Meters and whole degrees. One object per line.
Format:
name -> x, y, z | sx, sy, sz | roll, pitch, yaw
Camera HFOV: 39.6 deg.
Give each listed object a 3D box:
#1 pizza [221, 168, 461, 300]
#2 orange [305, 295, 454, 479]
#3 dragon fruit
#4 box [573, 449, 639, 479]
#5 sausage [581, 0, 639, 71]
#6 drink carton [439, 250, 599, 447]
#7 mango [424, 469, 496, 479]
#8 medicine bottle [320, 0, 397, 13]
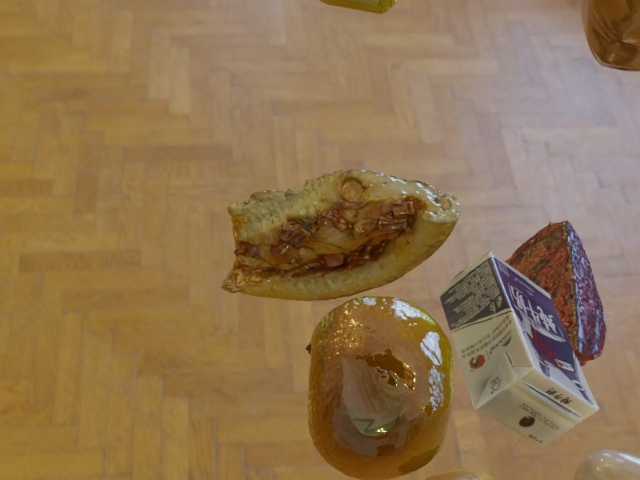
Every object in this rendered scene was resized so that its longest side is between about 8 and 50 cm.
pizza -> 0.000, 0.000, 1.054 | 0.366, 0.182, 0.073 | -12, 49, 33
orange -> 0.110, 0.266, 1.575 | 0.263, 0.196, 0.334 | 7, 87, -10
dragon fruit -> 0.444, 0.144, 1.751 | 0.205, 0.152, 0.316 | -22, 46, 35
box -> 0.491, 0.392, 1.366 | 0.200, 0.146, 0.088 | 20, 61, 12
sausage -> 0.257, -0.208, 0.647 | 0.120, 0.241, 0.136 | 11, 81, 8
drink carton -> 0.251, 0.140, 1.152 | 0.134, 0.102, 0.222 | 35, 28, -29
mango -> 0.259, 0.493, 1.669 | 0.219, 0.112, 0.145 | -8, 17, -43
medicine bottle -> -0.005, -0.408, 1.346 | 0.261, 0.064, 0.094 | 15, 87, 16
